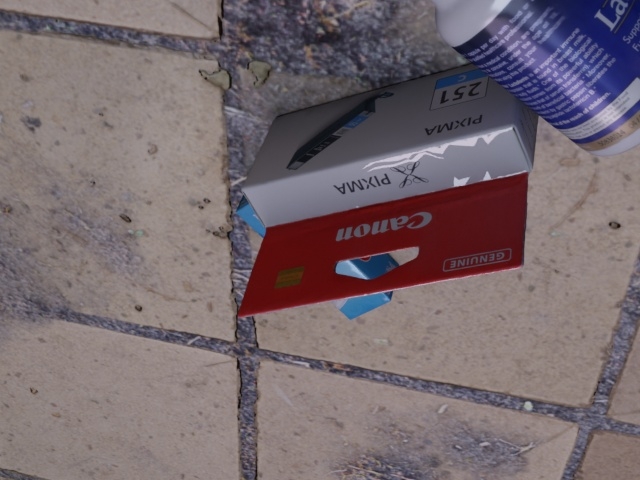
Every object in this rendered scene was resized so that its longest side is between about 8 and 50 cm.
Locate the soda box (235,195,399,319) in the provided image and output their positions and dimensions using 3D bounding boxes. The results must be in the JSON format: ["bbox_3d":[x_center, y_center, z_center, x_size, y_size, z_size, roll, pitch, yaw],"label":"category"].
[{"bbox_3d":[0.000,0.000,1.130,0.071,0.067,0.210,-29,117,35],"label":"soda box"}]

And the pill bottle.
[{"bbox_3d":[0.197,-0.205,0.823,0.265,0.153,0.153,33,132,-15],"label":"pill bottle"}]

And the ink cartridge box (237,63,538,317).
[{"bbox_3d":[0.060,-0.059,0.923,0.296,0.261,0.066,-12,128,26],"label":"ink cartridge box"}]
